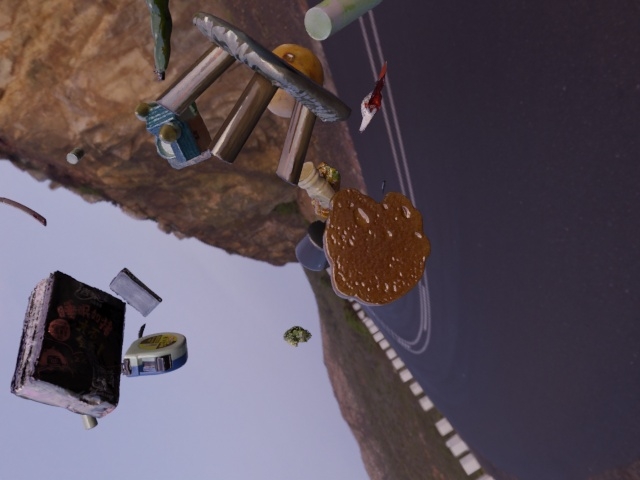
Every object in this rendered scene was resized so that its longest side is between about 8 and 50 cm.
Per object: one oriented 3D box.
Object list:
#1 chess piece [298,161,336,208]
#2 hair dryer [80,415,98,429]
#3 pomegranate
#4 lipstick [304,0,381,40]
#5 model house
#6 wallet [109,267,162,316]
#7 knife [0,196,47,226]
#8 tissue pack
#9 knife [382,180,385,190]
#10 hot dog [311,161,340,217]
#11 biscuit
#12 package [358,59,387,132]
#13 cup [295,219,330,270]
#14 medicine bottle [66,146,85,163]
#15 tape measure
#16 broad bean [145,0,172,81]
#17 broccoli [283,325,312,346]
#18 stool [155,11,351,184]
[{"bbox_3d":[-0.002,-0.175,1.626,0.200,0.090,0.090,44,-171,-36],"label":"chess piece"},{"bbox_3d":[-0.661,0.506,1.400,0.124,0.037,0.063,-29,-76,-72],"label":"hair dryer"},{"bbox_3d":[-0.121,-0.651,1.916,0.307,0.307,0.307,58,180,-1],"label":"pomegranate"},{"bbox_3d":[0.067,-0.558,1.112,0.076,0.304,0.076,21,138,20],"label":"lipstick"},{"bbox_3d":[-0.538,-0.375,1.655,0.325,0.194,0.267,-84,-26,-70],"label":"model house"},{"bbox_3d":[-0.810,0.227,2.050,0.222,0.167,0.036,42,-143,-10],"label":"wallet"},{"bbox_3d":[-1.268,-0.136,1.934,0.277,0.053,0.123,24,172,-17],"label":"knife"},{"bbox_3d":[-0.613,0.260,1.177,0.245,0.123,0.332,43,-159,-44],"label":"tissue pack"},{"bbox_3d":[0.285,-0.236,2.126,0.010,0.023,0.170,30,169,11],"label":"knife"},{"bbox_3d":[0.016,-0.185,1.753,0.115,0.072,0.269,41,151,26],"label":"hot dog"},{"bbox_3d":[0.162,0.006,1.459,0.381,0.358,0.074,60,169,6],"label":"biscuit"},{"bbox_3d":[0.206,-0.539,1.796,0.071,0.269,0.194,29,144,-2],"label":"package"},{"bbox_3d":[0.000,0.000,1.906,0.177,0.169,0.223,116,174,-51],"label":"cup"},{"bbox_3d":[-1.035,-0.360,1.983,0.047,0.047,0.083,58,-167,-28],"label":"medicine bottle"},{"bbox_3d":[-0.590,0.387,1.719,0.351,0.215,0.098,-123,31,-76],"label":"tape measure"},{"bbox_3d":[-0.358,-0.494,1.044,0.043,0.060,0.298,30,143,11],"label":"broad bean"},{"bbox_3d":[-0.082,0.354,1.730,0.092,0.095,0.097,-17,119,48],"label":"broccoli"},{"bbox_3d":[-0.141,-0.296,1.015,0.310,0.226,0.310,41,-162,29],"label":"stool"}]
